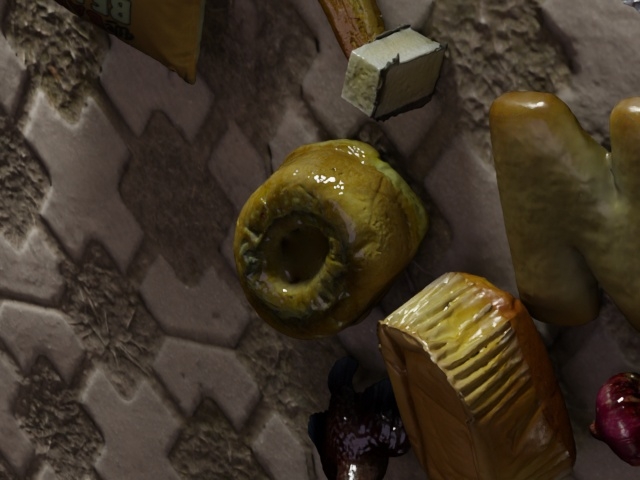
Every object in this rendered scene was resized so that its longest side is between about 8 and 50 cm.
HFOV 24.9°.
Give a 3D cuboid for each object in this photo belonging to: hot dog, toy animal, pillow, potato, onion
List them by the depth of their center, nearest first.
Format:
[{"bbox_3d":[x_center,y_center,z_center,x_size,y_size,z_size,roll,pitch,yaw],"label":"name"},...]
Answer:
[{"bbox_3d":[0.081,-0.187,1.616,0.061,0.122,0.086,32,128,28],"label":"potato"},{"bbox_3d":[0.349,0.202,1.634,0.097,0.107,0.107,-24,98,28],"label":"onion"},{"bbox_3d":[0.022,-0.302,1.648,0.066,0.047,0.215,-23,98,27],"label":"hot dog"},{"bbox_3d":[-0.246,-0.386,1.753,0.310,0.119,0.312,28,126,18],"label":"pillow"},{"bbox_3d":[0.038,0.251,1.844,0.116,0.179,0.218,40,136,-21],"label":"toy animal"}]

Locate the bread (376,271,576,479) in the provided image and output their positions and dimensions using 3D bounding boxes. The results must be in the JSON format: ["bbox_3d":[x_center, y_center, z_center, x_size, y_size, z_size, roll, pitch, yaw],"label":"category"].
[{"bbox_3d":[0.187,0.176,1.685,0.204,0.156,0.288,19,137,59],"label":"bread"}]

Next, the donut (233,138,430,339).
[{"bbox_3d":[0.000,0.000,1.770,0.208,0.128,0.261,41,129,13],"label":"donut"}]

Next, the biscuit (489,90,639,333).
[{"bbox_3d":[0.302,-0.023,1.561,0.237,0.062,0.290,8,123,34],"label":"biscuit"}]

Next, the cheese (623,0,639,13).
[{"bbox_3d":[0.365,-0.208,1.441,0.092,0.047,0.171,-30,93,42],"label":"cheese"}]
